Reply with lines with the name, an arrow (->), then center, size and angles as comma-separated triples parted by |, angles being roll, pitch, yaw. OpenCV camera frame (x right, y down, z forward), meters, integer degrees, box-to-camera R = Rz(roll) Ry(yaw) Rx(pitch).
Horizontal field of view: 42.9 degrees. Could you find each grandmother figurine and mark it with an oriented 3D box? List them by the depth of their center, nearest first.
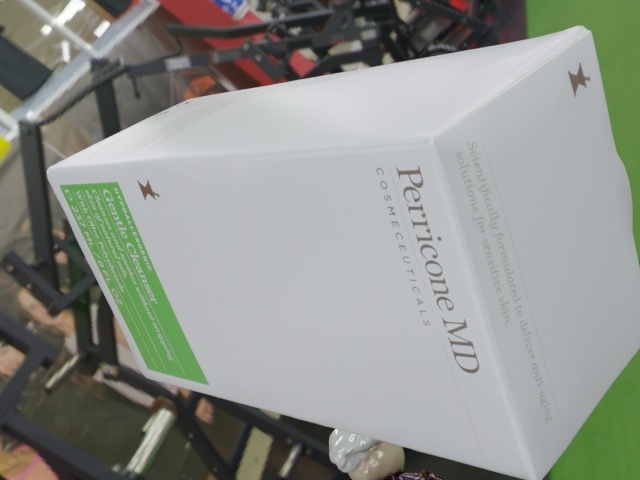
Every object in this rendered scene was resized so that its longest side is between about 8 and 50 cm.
grandmother figurine -> 0.107, 0.330, 0.874 | 0.342, 0.208, 0.104 | 60, 135, 29

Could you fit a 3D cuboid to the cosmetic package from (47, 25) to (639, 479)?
cosmetic package -> 0.000, 0.000, 0.536 | 0.365, 0.197, 0.155 | 1, 28, 48
